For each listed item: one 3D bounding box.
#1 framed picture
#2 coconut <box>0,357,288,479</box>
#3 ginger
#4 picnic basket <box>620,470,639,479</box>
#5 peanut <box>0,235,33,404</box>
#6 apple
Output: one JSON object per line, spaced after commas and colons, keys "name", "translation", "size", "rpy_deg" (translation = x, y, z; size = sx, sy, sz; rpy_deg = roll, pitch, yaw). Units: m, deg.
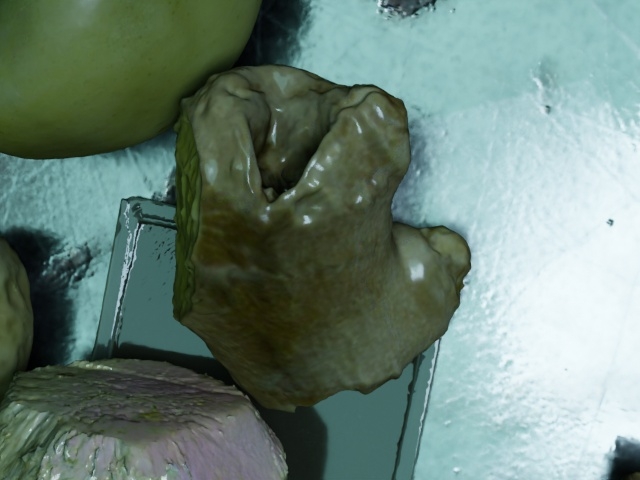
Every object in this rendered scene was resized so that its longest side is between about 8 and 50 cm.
{"name": "framed picture", "translation": [-0.042, 0.087, 1.257], "size": [0.252, 0.014, 0.197], "rpy_deg": [12, 93, 7]}
{"name": "coconut", "translation": [-0.141, 0.220, 1.162], "size": [0.233, 0.233, 0.245], "rpy_deg": [9, 102, 7]}
{"name": "ginger", "translation": [0.000, 0.000, 1.148], "size": [0.221, 0.130, 0.275], "rpy_deg": [10, 132, -11]}
{"name": "picnic basket", "translation": [0.236, 0.255, 1.169], "size": [0.138, 0.128, 0.178], "rpy_deg": [18, 85, 8]}
{"name": "peanut", "translation": [-0.308, 0.132, 1.227], "size": [0.152, 0.152, 0.313], "rpy_deg": [26, 91, 6]}
{"name": "apple", "translation": [-0.168, -0.182, 1.141], "size": [0.262, 0.262, 0.262], "rpy_deg": [0, 92, 7]}
